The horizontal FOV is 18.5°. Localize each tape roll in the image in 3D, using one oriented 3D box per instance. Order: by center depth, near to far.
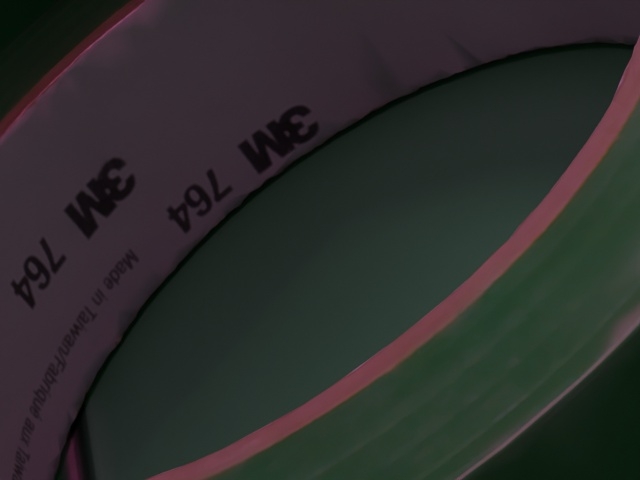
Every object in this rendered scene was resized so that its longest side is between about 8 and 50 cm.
[{"bbox_3d":[0.000,0.000,0.500,0.321,0.077,0.321,-26,32,18],"label":"tape roll"}]
